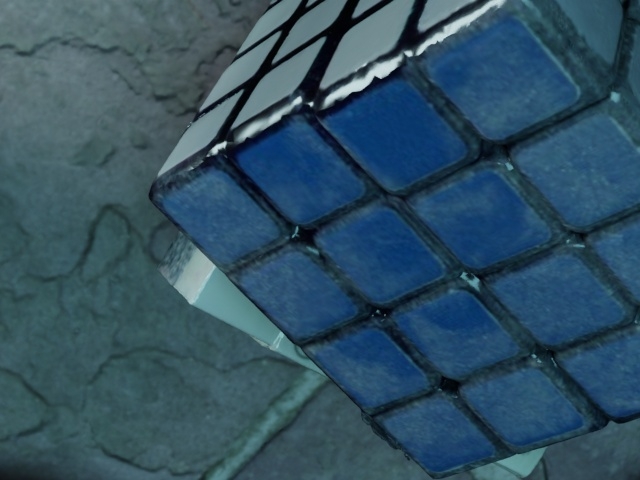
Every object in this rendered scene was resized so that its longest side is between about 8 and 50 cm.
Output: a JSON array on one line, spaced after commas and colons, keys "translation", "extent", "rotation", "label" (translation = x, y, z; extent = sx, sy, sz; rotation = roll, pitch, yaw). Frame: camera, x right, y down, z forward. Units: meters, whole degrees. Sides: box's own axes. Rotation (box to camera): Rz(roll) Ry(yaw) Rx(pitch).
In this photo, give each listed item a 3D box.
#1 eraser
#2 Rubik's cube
[{"translation": [0.050, 0.088, 1.074], "extent": [0.404, 0.096, 0.098], "rotation": [31, 92, -31], "label": "eraser"}, {"translation": [0.144, -0.081, 0.904], "extent": [0.337, 0.344, 0.344], "rotation": [-26, 119, 38], "label": "Rubik's cube"}]
